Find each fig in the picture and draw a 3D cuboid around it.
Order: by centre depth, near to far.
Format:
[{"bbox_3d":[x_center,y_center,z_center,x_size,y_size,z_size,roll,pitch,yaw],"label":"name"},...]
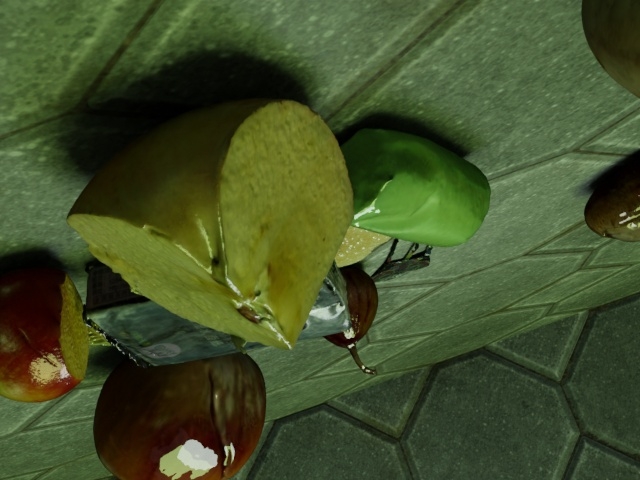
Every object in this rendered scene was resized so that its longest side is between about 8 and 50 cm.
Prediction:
[{"bbox_3d":[0.040,0.151,1.745,0.148,0.202,0.149,16,179,-40],"label":"fig"}]

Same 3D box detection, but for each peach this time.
[{"bbox_3d":[-0.395,0.128,1.199,0.192,0.190,0.190,-32,158,24],"label":"peach"}]

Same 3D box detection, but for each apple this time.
[{"bbox_3d":[-0.112,-0.022,0.958,0.314,0.252,0.309,-27,140,5],"label":"apple"}]

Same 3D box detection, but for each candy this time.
[{"bbox_3d":[0.136,-0.071,1.241,0.142,0.132,0.343,-12,168,31],"label":"candy"}]

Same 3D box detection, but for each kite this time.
[{"bbox_3d":[0.179,0.041,1.792,0.152,0.015,0.285,-17,162,-9],"label":"kite"}]

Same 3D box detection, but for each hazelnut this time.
[{"bbox_3d":[-0.291,0.352,1.778,0.372,0.315,0.372,-28,142,-25],"label":"hazelnut"}]

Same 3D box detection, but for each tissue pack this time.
[{"bbox_3d":[-0.147,0.086,1.324,0.361,0.122,0.259,-11,153,7],"label":"tissue pack"}]

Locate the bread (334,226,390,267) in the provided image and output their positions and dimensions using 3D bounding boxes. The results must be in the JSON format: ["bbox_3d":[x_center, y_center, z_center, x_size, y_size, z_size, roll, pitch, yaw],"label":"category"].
[{"bbox_3d":[0.000,0.000,1.434,0.316,0.054,0.316,-17,159,-6],"label":"bread"}]

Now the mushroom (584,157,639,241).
[{"bbox_3d":[0.671,-0.067,1.720,0.267,0.254,0.267,-6,-174,1],"label":"mushroom"}]

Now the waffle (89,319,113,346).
[{"bbox_3d":[-0.369,0.155,1.534,0.169,0.036,0.183,-28,158,34],"label":"waffle"}]

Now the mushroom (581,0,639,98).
[{"bbox_3d":[0.429,-0.265,0.868,0.292,0.292,0.290,-4,124,-40],"label":"mushroom"}]
